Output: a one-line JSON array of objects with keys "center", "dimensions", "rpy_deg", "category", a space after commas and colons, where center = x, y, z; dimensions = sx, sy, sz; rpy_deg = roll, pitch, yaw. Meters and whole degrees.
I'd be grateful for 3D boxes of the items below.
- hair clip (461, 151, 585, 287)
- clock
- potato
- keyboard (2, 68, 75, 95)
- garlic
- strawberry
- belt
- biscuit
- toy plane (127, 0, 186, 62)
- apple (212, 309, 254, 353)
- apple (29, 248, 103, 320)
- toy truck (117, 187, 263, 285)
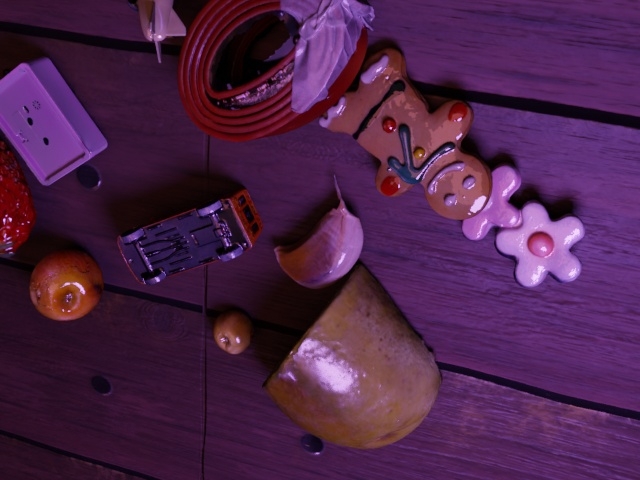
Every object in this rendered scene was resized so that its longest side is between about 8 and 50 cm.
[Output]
[{"center": [0.305, -0.031, 1.086], "dimensions": [0.257, 0.075, 0.146], "rpy_deg": [39, 124, 4], "category": "hair clip"}, {"center": [-0.508, -0.217, 1.259], "dimensions": [0.150, 0.063, 0.197], "rpy_deg": [-24, 107, 30], "category": "clock"}, {"center": [0.058, 0.269, 1.216], "dimensions": [0.280, 0.213, 0.330], "rpy_deg": [38, 120, 0], "category": "potato"}, {"center": [-0.527, -0.275, 1.280], "dimensions": [0.155, 0.010, 0.053], "rpy_deg": [20, 118, 9], "category": "keyboard"}, {"center": [0.011, 0.000, 1.187], "dimensions": [0.128, 0.090, 0.198], "rpy_deg": [45, 124, 10], "category": "garlic"}, {"center": [-0.686, -0.098, 1.294], "dimensions": [0.257, 0.257, 0.277], "rpy_deg": [-25, 73, 26], "category": "strawberry"}, {"center": [-0.072, -0.289, 1.048], "dimensions": [0.324, 0.115, 0.227], "rpy_deg": [-31, 91, 28], "category": "belt"}, {"center": [0.145, -0.154, 1.067], "dimensions": [0.301, 0.049, 0.197], "rpy_deg": [47, 120, 5], "category": "biscuit"}, {"center": [-0.255, -0.416, 1.047], "dimensions": [0.104, 0.242, 0.256], "rpy_deg": [-10, 82, -6], "category": "toy plane"}, {"center": [-0.170, 0.178, 1.329], "dimensions": [0.084, 0.071, 0.084], "rpy_deg": [7, 113, 16], "category": "apple"}, {"center": [-0.501, 0.090, 1.359], "dimensions": [0.146, 0.146, 0.146], "rpy_deg": [7, 115, 15], "category": "apple"}, {"center": [-0.237, -0.008, 1.246], "dimensions": [0.252, 0.114, 0.107], "rpy_deg": [-17, 108, 22], "category": "toy truck"}]
